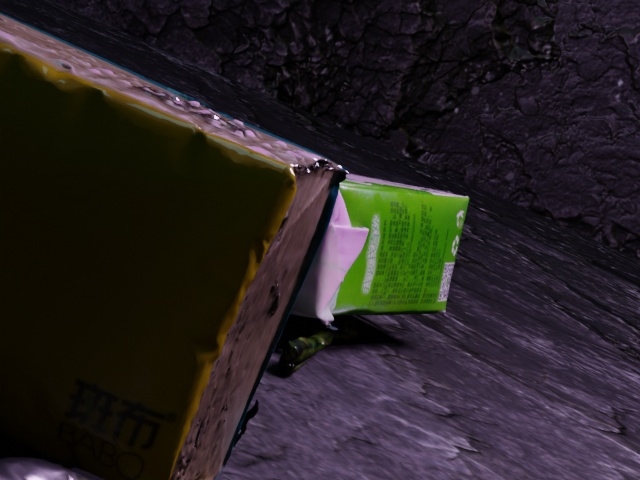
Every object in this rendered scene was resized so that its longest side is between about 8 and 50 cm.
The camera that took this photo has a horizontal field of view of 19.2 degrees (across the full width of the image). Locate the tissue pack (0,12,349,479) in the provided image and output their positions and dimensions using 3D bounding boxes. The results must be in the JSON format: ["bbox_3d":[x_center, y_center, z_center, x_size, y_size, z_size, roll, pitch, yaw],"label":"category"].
[{"bbox_3d":[-0.150,-0.005,0.950,0.271,0.192,0.134,23,7,9],"label":"tissue pack"}]

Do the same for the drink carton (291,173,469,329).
[{"bbox_3d":[0.000,0.000,1.493,0.161,0.108,0.271,11,4,27],"label":"drink carton"}]

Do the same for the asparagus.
[{"bbox_3d":[0.001,0.074,1.404,0.023,0.022,0.233,68,13,2],"label":"asparagus"}]

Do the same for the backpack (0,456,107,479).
[{"bbox_3d":[-0.063,0.137,0.481,0.207,0.140,0.253,25,13,3],"label":"backpack"}]
